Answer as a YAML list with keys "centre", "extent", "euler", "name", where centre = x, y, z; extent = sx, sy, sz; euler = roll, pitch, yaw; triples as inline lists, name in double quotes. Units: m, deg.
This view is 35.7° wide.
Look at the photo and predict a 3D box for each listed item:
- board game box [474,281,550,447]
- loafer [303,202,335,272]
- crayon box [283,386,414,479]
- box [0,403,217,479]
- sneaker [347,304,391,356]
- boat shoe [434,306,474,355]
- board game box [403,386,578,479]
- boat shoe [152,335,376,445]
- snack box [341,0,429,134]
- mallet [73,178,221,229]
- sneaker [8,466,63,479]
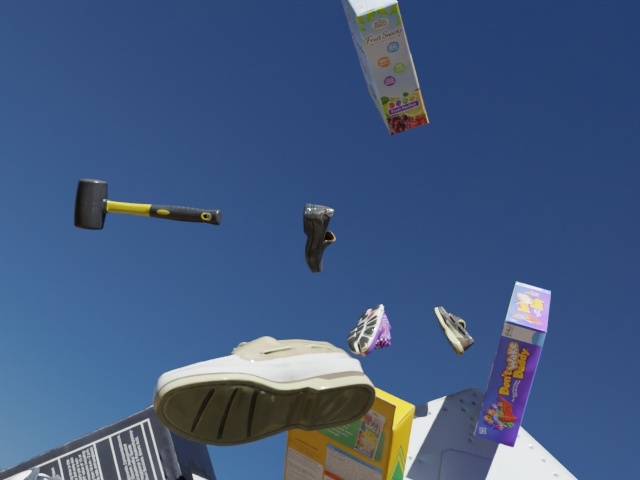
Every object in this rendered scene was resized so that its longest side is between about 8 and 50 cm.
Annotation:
- centre: [0.386, 0.234, 1.971]
  extent: [0.078, 0.233, 0.347]
  euler: [16, 12, 11]
  name: "board game box"
- centre: [0.000, 0.000, 2.035]
  extent: [0.061, 0.062, 0.170]
  euler: [2, -47, 7]
  name: "loafer"
- centre: [0.046, 0.349, 1.717]
  extent: [0.203, 0.083, 0.323]
  euler: [22, -55, 26]
  name: "crayon box"
- centre: [-0.293, 0.438, 1.446]
  extent: [0.294, 0.296, 0.183]
  euler: [-23, -26, 4]
  name: "box"
- centre: [0.102, 0.172, 1.810]
  extent: [0.068, 0.170, 0.071]
  euler: [-32, -84, 23]
  name: "sneaker"
- centre: [0.279, 0.184, 2.062]
  extent: [0.152, 0.049, 0.056]
  euler: [-114, 178, -56]
  name: "boat shoe"
- centre: [0.284, 0.471, 1.939]
  extent: [0.390, 0.390, 0.050]
  euler: [43, -47, 41]
  name: "board game box"
- centre: [-0.080, 0.187, 1.279]
  extent: [0.302, 0.113, 0.103]
  euler: [5, 32, -31]
  name: "boat shoe"
- centre: [0.094, -0.295, 1.535]
  extent: [0.070, 0.174, 0.207]
  euler: [-18, -57, 0]
  name: "snack box"
- centre: [-0.208, -0.045, 1.186]
  extent: [0.189, 0.062, 0.039]
  euler: [-1, 0, 16]
  name: "mallet"
- centre: [-0.369, 0.342, 1.293]
  extent: [0.235, 0.153, 0.094]
  euler: [-36, -87, 35]
  name: "sneaker"
